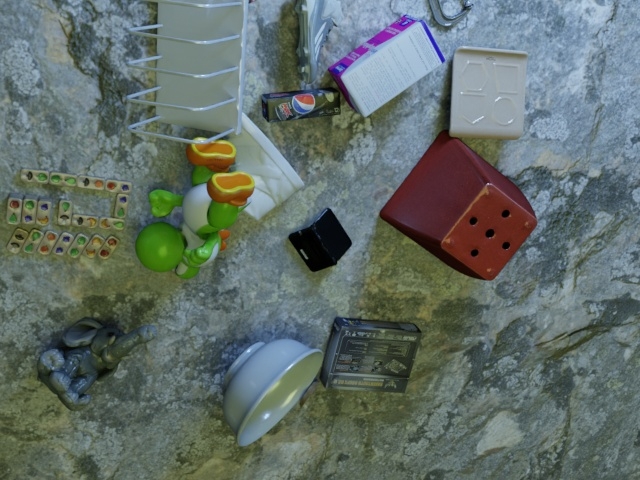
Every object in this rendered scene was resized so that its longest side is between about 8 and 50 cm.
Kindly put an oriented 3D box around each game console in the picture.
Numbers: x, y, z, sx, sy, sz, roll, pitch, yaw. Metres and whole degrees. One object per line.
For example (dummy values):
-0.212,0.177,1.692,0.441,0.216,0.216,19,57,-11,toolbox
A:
0.000,0.000,1.995,0.107,0.071,0.122,-20,120,25,game console

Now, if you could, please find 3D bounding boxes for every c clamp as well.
0.300,-0.566,1.849,0.137,0.022,0.161,-22,116,-8,c clamp

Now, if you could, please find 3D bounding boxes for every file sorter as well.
-0.272,-0.343,1.636,0.192,0.173,0.278,12,112,16,file sorter

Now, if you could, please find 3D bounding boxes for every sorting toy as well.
0.392,-0.344,1.946,0.192,0.038,0.208,0,100,-17,sorting toy

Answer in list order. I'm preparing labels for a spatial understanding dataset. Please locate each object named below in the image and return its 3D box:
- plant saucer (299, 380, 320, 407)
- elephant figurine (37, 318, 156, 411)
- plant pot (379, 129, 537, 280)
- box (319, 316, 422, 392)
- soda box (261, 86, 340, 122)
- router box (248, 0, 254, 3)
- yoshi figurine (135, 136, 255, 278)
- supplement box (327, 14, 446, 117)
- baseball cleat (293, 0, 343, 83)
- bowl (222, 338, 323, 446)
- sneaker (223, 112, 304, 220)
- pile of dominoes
-0.030,0.390,2.118,0.015,0.083,0.083,36,99,6,plant saucer
-0.508,0.258,1.873,0.239,0.186,0.169,-41,158,-26,elephant figurine
0.350,-0.059,1.955,0.267,0.236,0.267,33,99,-26,plant pot
0.130,0.298,2.135,0.231,0.056,0.183,6,110,-19,box
-0.043,-0.300,1.829,0.168,0.060,0.053,-9,113,-14,soda box
-0.200,-0.516,1.702,0.122,0.038,0.092,-28,116,-5,router box
-0.286,-0.038,1.751,0.203,0.204,0.362,28,134,-3,yoshi figurine
0.144,-0.386,1.824,0.220,0.111,0.114,-36,117,-1,supplement box
0.000,-0.441,1.780,0.109,0.072,0.206,-12,118,-20,baseball cleat
-0.138,0.339,1.991,0.298,0.134,0.298,-43,160,-20,bowl
-0.181,-0.168,1.815,0.169,0.108,0.292,-41,119,-1,sneaker
-0.545,-0.046,1.789,0.251,0.040,0.196,6,109,-19,pile of dominoes
